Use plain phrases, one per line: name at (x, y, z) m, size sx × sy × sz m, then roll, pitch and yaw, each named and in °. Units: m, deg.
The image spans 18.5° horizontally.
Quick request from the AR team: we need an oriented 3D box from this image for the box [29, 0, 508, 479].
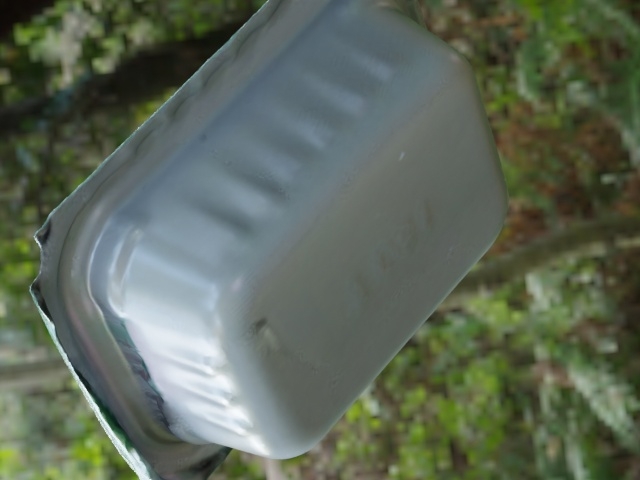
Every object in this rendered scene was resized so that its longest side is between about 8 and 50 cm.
box at (0.000, 0.000, 1.196) m, size 0.106 × 0.336 × 0.264 m, roll 26°, pitch 152°, yaw 36°
